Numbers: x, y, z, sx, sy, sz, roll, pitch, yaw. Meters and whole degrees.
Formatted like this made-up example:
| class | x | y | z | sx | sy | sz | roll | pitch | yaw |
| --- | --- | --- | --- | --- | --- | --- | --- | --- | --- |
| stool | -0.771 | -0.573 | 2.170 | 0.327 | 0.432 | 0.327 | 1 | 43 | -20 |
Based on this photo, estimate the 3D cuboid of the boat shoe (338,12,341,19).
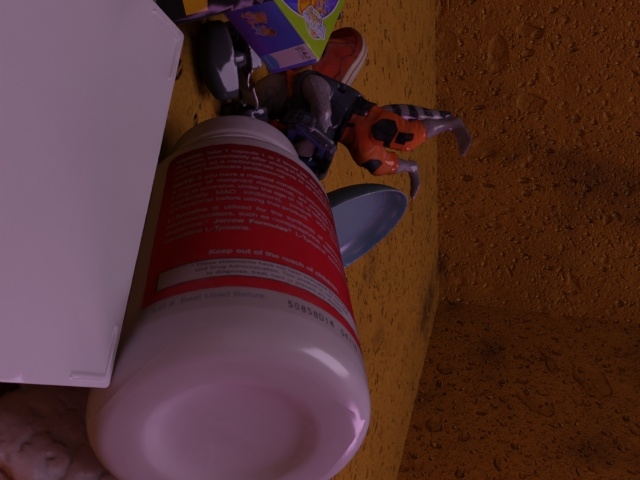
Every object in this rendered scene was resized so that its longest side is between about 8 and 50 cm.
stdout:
| class | x | y | z | sx | sy | sz | roll | pitch | yaw |
| --- | --- | --- | --- | --- | --- | --- | --- | --- | --- |
| boat shoe | 0.015 | -0.489 | 1.268 | 0.125 | 0.046 | 0.038 | 39 | 63 | -59 |

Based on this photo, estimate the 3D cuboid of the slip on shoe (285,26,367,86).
| class | x | y | z | sx | sy | sz | roll | pitch | yaw |
| --- | --- | --- | --- | --- | --- | --- | --- | --- | --- |
| slip on shoe | 0.009 | -0.341 | 1.198 | 0.101 | 0.123 | 0.331 | 49 | 33 | -21 |

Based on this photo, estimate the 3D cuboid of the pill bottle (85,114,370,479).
| class | x | y | z | sx | sy | sz | roll | pitch | yaw |
| --- | --- | --- | --- | --- | --- | --- | --- | --- | --- |
| pill bottle | -0.090 | 0.037 | 0.658 | 0.407 | 0.229 | 0.229 | -99 | 180 | -53 |

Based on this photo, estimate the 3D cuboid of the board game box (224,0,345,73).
| class | x | y | z | sx | sy | sz | roll | pitch | yaw |
| --- | --- | --- | --- | --- | --- | --- | --- | --- | --- |
| board game box | -0.087 | -0.398 | 0.713 | 0.347 | 0.078 | 0.233 | 45 | 54 | -41 |

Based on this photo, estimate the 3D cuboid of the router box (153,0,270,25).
| class | x | y | z | sx | sy | sz | roll | pitch | yaw |
| --- | --- | --- | --- | --- | --- | --- | --- | --- | --- |
| router box | -0.141 | -0.344 | 0.529 | 0.081 | 0.243 | 0.308 | -128 | -157 | -49 |

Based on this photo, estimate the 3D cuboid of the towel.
| class | x | y | z | sx | sy | sz | roll | pitch | yaw |
| --- | --- | --- | --- | --- | --- | --- | --- | --- | --- |
| towel | -0.134 | 0.206 | 0.668 | 0.053 | 0.317 | 0.332 | -48 | 180 | 27 |

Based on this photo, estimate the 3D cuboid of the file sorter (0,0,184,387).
| class | x | y | z | sx | sy | sz | roll | pitch | yaw |
| --- | --- | --- | --- | --- | --- | --- | --- | --- | --- |
| file sorter | -0.235 | -0.060 | 0.414 | 0.193 | 0.173 | 0.277 | 40 | 57 | -68 |

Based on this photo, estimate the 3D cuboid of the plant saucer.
| class | x | y | z | sx | sy | sz | roll | pitch | yaw |
| --- | --- | --- | --- | --- | --- | --- | --- | --- | --- |
| plant saucer | 0.000 | 0.000 | 1.062 | 0.043 | 0.318 | 0.317 | 58 | 8 | 19 |

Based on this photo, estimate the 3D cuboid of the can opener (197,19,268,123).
| class | x | y | z | sx | sy | sz | roll | pitch | yaw |
| --- | --- | --- | --- | --- | --- | --- | --- | --- | --- |
| can opener | -0.128 | -0.170 | 0.916 | 0.095 | 0.076 | 0.283 | -20 | 119 | -35 |

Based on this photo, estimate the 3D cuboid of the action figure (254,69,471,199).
| class | x | y | z | sx | sy | sz | roll | pitch | yaw |
| --- | --- | --- | --- | --- | --- | --- | --- | --- | --- |
| action figure | 0.035 | -0.180 | 1.049 | 0.341 | 0.330 | 0.178 | 159 | -51 | -76 |
